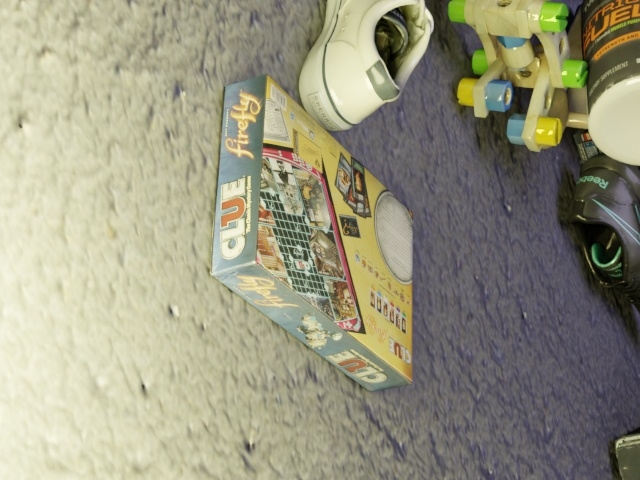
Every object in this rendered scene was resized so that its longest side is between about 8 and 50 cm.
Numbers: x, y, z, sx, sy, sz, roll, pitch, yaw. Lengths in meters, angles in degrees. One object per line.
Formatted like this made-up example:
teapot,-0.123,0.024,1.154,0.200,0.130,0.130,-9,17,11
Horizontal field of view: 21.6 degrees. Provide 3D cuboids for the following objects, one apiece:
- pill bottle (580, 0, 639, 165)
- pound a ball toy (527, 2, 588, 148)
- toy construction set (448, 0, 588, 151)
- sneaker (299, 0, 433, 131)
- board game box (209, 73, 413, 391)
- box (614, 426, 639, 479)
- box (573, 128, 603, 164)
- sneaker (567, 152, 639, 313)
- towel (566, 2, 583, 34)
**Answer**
pill bottle,0.343,-0.205,1.785,0.130,0.130,0.246,52,29,-38
pound a ball toy,0.385,-0.144,1.927,0.136,0.319,0.208,110,-7,-49
toy construction set,0.228,-0.271,1.752,0.328,0.151,0.215,-75,156,-44
sneaker,0.057,-0.191,1.474,0.094,0.091,0.258,55,34,-35
board game box,0.000,0.000,1.329,0.243,0.042,0.165,41,43,-49
box,0.658,0.294,1.962,0.480,0.472,0.297,-5,83,-63
box,0.351,-0.114,2.062,0.094,0.027,0.137,68,28,-16
sneaker,0.359,0.028,1.964,0.267,0.101,0.106,56,48,-25
towel,0.324,-0.241,2.070,0.067,0.029,0.119,63,31,-24
